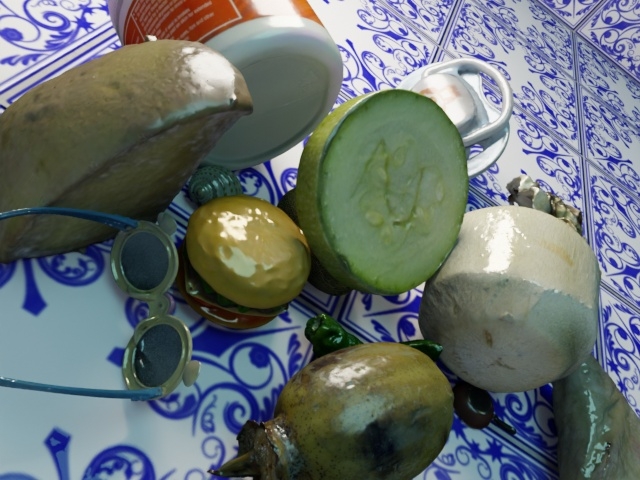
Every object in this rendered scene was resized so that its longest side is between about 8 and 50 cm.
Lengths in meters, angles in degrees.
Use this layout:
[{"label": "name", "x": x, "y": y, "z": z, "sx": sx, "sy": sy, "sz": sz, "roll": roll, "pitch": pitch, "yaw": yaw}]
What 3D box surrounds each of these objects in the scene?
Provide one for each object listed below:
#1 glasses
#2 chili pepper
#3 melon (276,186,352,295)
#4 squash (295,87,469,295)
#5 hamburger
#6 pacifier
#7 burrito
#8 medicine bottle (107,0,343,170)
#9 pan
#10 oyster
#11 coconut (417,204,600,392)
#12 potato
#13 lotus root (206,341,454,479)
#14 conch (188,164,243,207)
[{"label": "glasses", "x": -0.232, "y": 0.060, "z": 0.512, "sx": 0.220, "sy": 0.088, "sz": 0.190, "roll": 7, "pitch": 62, "yaw": -47}, {"label": "chili pepper", "x": 0.063, "y": 0.139, "z": 0.704, "sx": 0.182, "sy": 0.073, "sz": 0.050, "roll": 12, "pitch": 27, "yaw": -21}, {"label": "melon", "x": 0.000, "y": 0.000, "z": 0.752, "sx": 0.099, "sy": 0.099, "sz": 0.162, "roll": -16, "pitch": 69, "yaw": -43}, {"label": "squash", "x": 0.090, "y": -0.058, "z": 0.690, "sx": 0.252, "sy": 0.049, "sz": 0.252, "roll": -4, "pitch": 97, "yaw": -33}, {"label": "hamburger", "x": -0.092, "y": 0.024, "z": 0.653, "sx": 0.162, "sy": 0.115, "sz": 0.162, "roll": 21, "pitch": 44, "yaw": -21}, {"label": "pacifier", "x": 0.265, "y": -0.220, "z": 1.101, "sx": 0.207, "sy": 0.227, "sz": 0.279, "roll": 51, "pitch": 18, "yaw": -60}, {"label": "burrito", "x": 0.396, "y": 0.317, "z": 0.781, "sx": 0.175, "sy": 0.107, "sz": 0.348, "roll": 35, "pitch": 42, "yaw": -31}, {"label": "medicine bottle", "x": -0.126, "y": -0.258, "z": 0.759, "sx": 0.252, "sy": 0.252, "sz": 0.241, "roll": -12, "pitch": 64, "yaw": -41}, {"label": "pan", "x": 0.236, "y": 0.238, "z": 0.784, "sx": 0.115, "sy": 0.023, "sz": 0.068, "roll": 31, "pitch": 42, "yaw": -10}, {"label": "oyster", "x": 0.423, "y": 0.009, "z": 0.997, "sx": 0.351, "sy": 0.114, "sz": 0.238, "roll": 37, "pitch": 36, "yaw": -42}, {"label": "coconut", "x": 0.267, "y": 0.068, "z": 0.793, "sx": 0.237, "sy": 0.237, "sz": 0.266, "roll": 35, "pitch": 41, "yaw": -7}, {"label": "potato", "x": -0.240, "y": -0.131, "z": 0.576, "sx": 0.189, "sy": 0.264, "sz": 0.211, "roll": -11, "pitch": 68, "yaw": -51}, {"label": "lotus root", "x": 0.025, "y": 0.193, "z": 0.586, "sx": 0.278, "sy": 0.154, "sz": 0.154, "roll": -7, "pitch": 60, "yaw": -31}, {"label": "conch", "x": -0.132, "y": -0.066, "z": 0.747, "sx": 0.085, "sy": 0.056, "sz": 0.076, "roll": -32, "pitch": 90, "yaw": -46}]
